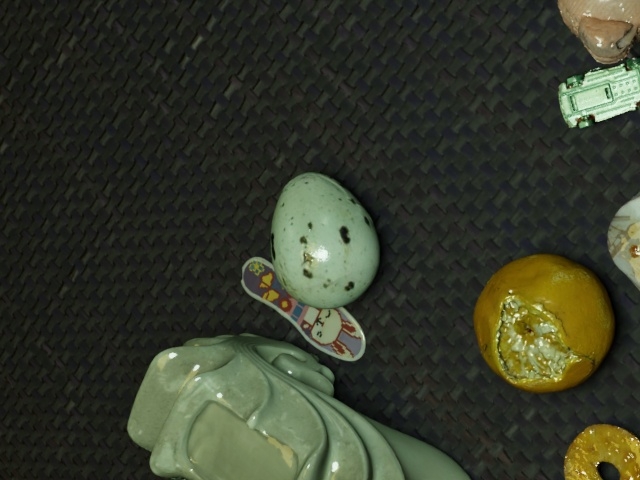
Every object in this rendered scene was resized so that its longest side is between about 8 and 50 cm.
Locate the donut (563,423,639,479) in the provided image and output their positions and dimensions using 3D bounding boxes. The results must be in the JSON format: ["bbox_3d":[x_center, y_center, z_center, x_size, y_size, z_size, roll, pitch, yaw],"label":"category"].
[{"bbox_3d":[0.322,0.248,1.622,0.108,0.043,0.097,49,114,19],"label":"donut"}]

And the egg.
[{"bbox_3d":[0.000,0.000,1.745,0.131,0.131,0.164,-32,64,27],"label":"egg"}]

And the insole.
[{"bbox_3d":[-0.022,0.082,1.830,0.197,0.004,0.065,35,109,23],"label":"insole"}]

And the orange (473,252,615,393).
[{"bbox_3d":[0.237,0.089,1.611,0.155,0.134,0.154,-2,87,35],"label":"orange"}]

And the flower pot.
[{"bbox_3d":[-0.019,0.243,1.696,0.367,0.254,0.164,32,108,25],"label":"flower pot"}]

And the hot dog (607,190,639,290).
[{"bbox_3d":[0.413,0.046,1.543,0.144,0.075,0.268,-47,67,18],"label":"hot dog"}]

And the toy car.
[{"bbox_3d":[0.316,-0.160,1.609,0.122,0.035,0.059,-16,85,21],"label":"toy car"}]

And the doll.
[{"bbox_3d":[0.272,-0.290,1.583,0.201,0.156,0.303,-37,46,-14],"label":"doll"}]
